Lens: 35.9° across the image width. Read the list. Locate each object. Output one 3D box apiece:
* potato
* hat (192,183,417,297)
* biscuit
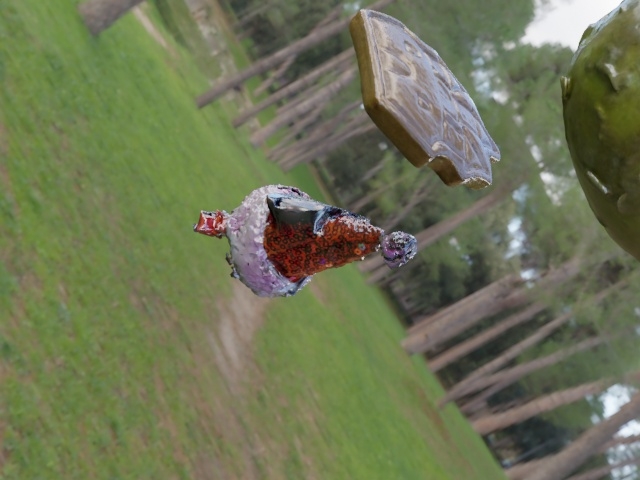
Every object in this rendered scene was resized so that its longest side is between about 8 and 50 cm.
[{"bbox_3d":[0.274,-0.051,0.659,0.298,0.176,0.141,37,31,-29],"label":"potato"},{"bbox_3d":[-0.001,-0.004,1.022,0.227,0.128,0.140,1,-32,42],"label":"hat"},{"bbox_3d":[0.114,-0.131,0.971,0.215,0.034,0.182,29,41,-39],"label":"biscuit"}]
